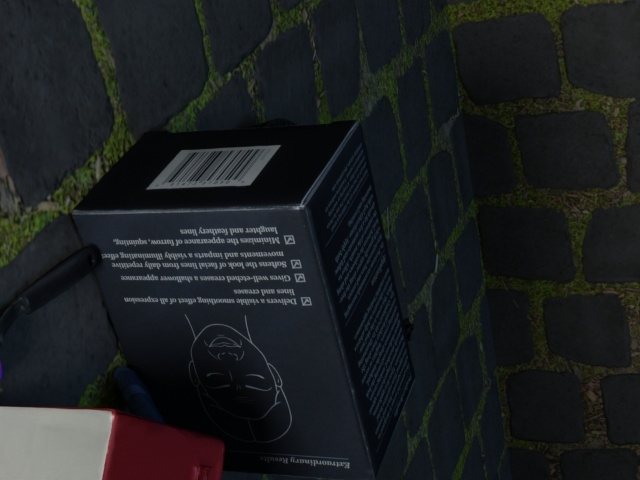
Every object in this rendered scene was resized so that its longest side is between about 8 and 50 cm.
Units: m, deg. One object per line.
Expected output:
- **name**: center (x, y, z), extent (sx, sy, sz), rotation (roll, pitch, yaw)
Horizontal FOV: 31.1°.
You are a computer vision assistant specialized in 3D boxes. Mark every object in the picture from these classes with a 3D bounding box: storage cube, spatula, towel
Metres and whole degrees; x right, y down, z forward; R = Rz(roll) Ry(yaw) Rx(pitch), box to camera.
- **storage cube**: center (-0.231, 0.267, 1.140), extent (0.193, 0.215, 0.183), rotation (33, 59, -57)
- **spatula**: center (-0.311, 0.076, 1.179), extent (0.296, 0.030, 0.084), rotation (-52, 134, -57)
- **towel**: center (-0.206, 0.199, 1.347), extent (0.119, 0.029, 0.067), rotation (51, -11, 49)

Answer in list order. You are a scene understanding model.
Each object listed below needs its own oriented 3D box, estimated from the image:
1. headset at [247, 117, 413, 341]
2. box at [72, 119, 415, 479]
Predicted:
- **headset**: center (0.000, 0.000, 1.746), extent (0.394, 0.185, 0.243), rotation (68, 29, -19)
- **box**: center (-0.076, 0.077, 1.411), extent (0.212, 0.294, 0.395), rotation (-59, 142, -52)
